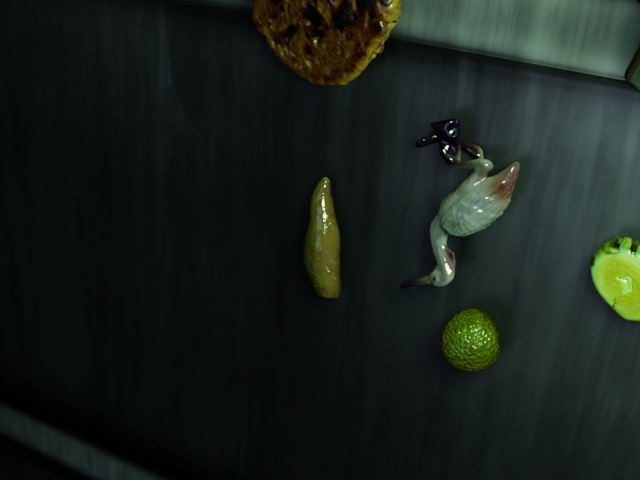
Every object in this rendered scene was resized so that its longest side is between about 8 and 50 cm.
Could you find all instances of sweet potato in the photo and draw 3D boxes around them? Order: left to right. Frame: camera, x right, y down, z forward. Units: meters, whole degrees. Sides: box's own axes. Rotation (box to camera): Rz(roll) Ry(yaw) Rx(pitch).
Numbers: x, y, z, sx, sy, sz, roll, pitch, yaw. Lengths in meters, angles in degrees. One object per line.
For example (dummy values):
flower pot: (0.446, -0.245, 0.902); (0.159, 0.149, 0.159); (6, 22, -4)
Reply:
sweet potato: (0.000, 0.000, 2.008); (0.077, 0.077, 0.243); (10, 119, 31)

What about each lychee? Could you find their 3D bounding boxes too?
lychee: (0.270, 0.178, 1.877); (0.114, 0.114, 0.146); (48, 170, 7)

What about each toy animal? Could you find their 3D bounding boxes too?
toy animal: (0.242, -0.049, 1.803); (0.195, 0.090, 0.324); (17, 111, 36)

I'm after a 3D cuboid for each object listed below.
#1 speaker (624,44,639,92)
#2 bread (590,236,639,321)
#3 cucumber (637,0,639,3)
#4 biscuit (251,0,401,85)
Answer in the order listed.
speaker: (0.524, -0.253, 1.387); (0.192, 0.231, 0.153); (-45, 80, 1)
bread: (0.501, 0.059, 1.683); (0.139, 0.071, 0.130); (33, 130, 16)
cucumber: (0.474, -0.405, 1.415); (0.130, 0.191, 0.191); (43, 130, 3)
biscuit: (0.009, -0.424, 1.789); (0.289, 0.081, 0.334); (52, 138, 4)
